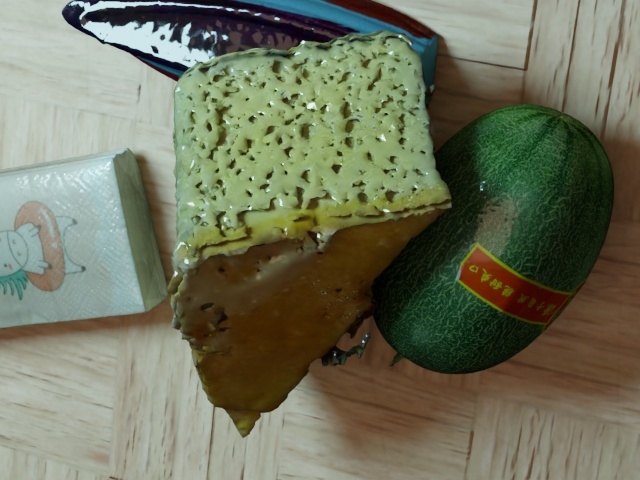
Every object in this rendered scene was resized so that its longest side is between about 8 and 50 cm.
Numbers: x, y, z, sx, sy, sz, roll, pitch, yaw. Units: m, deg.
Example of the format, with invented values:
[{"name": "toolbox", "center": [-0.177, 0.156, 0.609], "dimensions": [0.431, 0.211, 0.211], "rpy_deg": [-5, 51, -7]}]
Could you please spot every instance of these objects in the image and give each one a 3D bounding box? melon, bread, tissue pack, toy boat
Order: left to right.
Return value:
[{"name": "tissue pack", "center": [-0.328, 0.008, 1.644], "dimensions": [0.325, 0.071, 0.170], "rpy_deg": [-7, 101, 24]}, {"name": "toy boat", "center": [-0.080, -0.193, 1.497], "dimensions": [0.392, 0.079, 0.136], "rpy_deg": [13, 105, 17]}, {"name": "bread", "center": [0.000, 0.000, 1.399], "dimensions": [0.279, 0.315, 0.248], "rpy_deg": [-15, 56, 8]}, {"name": "melon", "center": [0.145, 0.009, 1.380], "dimensions": [0.182, 0.182, 0.288], "rpy_deg": [41, 116, 10]}]
